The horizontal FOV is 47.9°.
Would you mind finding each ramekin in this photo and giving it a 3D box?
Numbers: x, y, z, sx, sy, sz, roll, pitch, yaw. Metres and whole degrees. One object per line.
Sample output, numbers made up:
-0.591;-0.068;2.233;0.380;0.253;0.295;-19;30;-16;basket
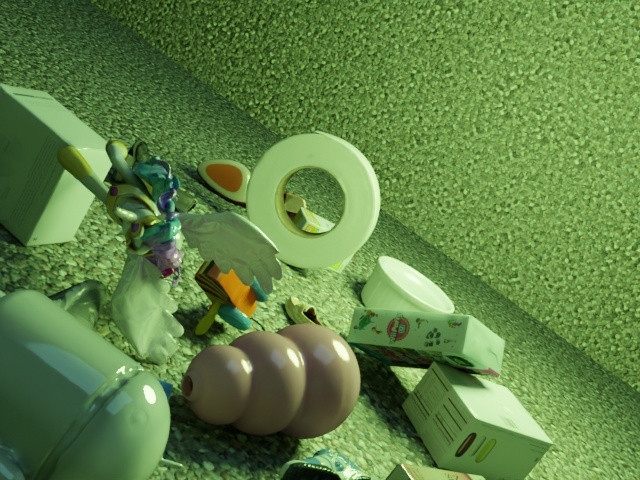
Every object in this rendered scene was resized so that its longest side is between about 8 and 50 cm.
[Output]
0.257;0.182;2.200;0.277;0.135;0.277;31;16;-10;ramekin

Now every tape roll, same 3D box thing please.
-0.023;-0.115;2.060;0.392;0.392;0.072;36;16;7;tape roll

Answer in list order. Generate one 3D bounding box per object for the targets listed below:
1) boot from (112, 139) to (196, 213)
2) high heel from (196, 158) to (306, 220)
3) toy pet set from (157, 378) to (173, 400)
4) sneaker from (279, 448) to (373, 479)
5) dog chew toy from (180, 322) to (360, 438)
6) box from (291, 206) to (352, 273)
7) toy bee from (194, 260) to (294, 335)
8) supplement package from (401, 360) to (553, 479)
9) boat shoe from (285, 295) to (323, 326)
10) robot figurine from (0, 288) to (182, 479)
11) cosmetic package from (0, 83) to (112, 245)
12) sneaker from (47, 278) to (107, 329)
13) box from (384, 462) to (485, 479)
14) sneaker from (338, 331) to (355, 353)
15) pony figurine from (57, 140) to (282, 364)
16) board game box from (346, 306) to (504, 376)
-0.439;-0.155;1.958;0.229;0.091;0.263;35;19;-16;boot
-0.235;-0.154;2.363;0.377;0.127;0.181;26;-12;-12;high heel
-0.292;0.234;1.107;0.114;0.065;0.122;26;18;-25;toy pet set
-0.002;0.394;1.203;0.211;0.080;0.081;31;7;-47;sneaker
-0.089;0.246;1.252;0.331;0.207;0.207;7;29;-41;dog chew toy
0.000;0.000;2.268;0.203;0.114;0.103;27;18;-25;box
-0.191;0.134;1.492;0.162;0.299;0.195;12;38;37;toy bee
0.359;0.426;1.663;0.261;0.145;0.204;23;18;-30;supplement package
-0.033;0.184;1.765;0.063;0.059;0.170;21;20;-37;boat shoe
-0.332;0.199;0.884;0.353;0.200;0.300;35;25;5;robot figurine
-0.557;-0.146;1.412;0.224;0.224;0.138;38;17;16;cosmetic package
-0.410;0.144;1.147;0.281;0.105;0.115;-66;133;-78;sneaker
0.212;0.487;1.231;0.232;0.127;0.149;21;20;-37;box
0.052;0.263;1.716;0.061;0.054;0.152;38;16;5;sneaker
-0.284;-0.004;1.247;0.363;0.302;0.351;44;-9;49;pony figurine
0.252;0.242;1.717;0.303;0.098;0.224;0;-23;37;board game box
